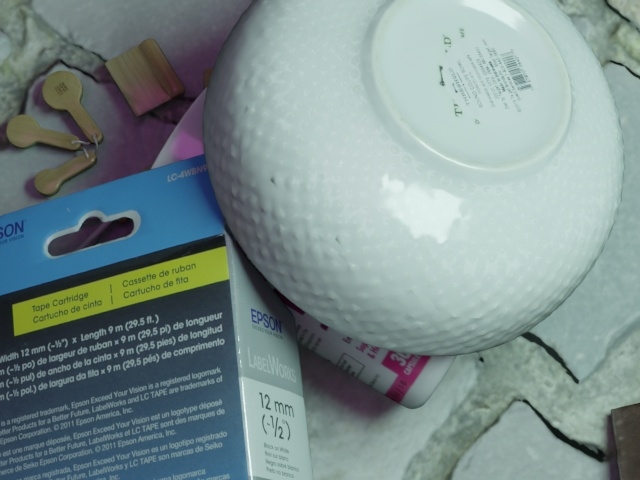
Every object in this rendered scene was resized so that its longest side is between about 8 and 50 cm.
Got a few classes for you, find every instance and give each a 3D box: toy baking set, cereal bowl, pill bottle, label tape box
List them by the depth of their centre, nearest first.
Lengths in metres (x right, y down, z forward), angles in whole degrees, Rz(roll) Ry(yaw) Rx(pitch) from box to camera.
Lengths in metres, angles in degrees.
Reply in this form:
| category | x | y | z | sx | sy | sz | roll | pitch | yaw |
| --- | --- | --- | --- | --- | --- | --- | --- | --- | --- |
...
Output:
| category | x | y | z | sx | sy | sz | roll | pitch | yaw |
| --- | --- | --- | --- | --- | --- | --- | --- | --- | --- |
| cereal bowl | 0.086 | -0.093 | 1.484 | 0.339 | 0.141 | 0.339 | 8 | 63 | -17 |
| label tape box | -0.141 | 0.133 | 1.526 | 0.249 | 0.115 | 0.348 | -15 | 68 | 25 |
| pill bottle | 0.000 | 0.000 | 1.596 | 0.283 | 0.160 | 0.160 | 31 | 79 | 3 |
| toy baking set | -0.169 | -0.047 | 1.697 | 0.196 | 0.030 | 0.256 | -7 | 76 | 3 |

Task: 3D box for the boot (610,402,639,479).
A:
| category | x | y | z | sx | sy | sz | roll | pitch | yaw |
| --- | --- | --- | --- | --- | --- | --- | --- | --- | --- |
| boot | 0.338 | 0.120 | 1.608 | 0.206 | 0.090 | 0.248 | -10 | 60 | 14 |
